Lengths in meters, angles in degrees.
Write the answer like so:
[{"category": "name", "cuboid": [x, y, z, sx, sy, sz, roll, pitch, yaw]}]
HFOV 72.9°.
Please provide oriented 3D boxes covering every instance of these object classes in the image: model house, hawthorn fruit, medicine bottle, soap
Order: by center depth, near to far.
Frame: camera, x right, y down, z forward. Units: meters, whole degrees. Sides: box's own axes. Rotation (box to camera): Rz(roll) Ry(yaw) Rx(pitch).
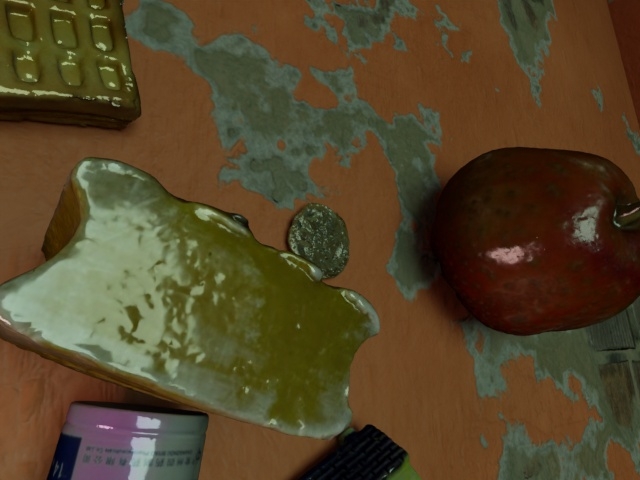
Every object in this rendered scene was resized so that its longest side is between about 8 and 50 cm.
[{"category": "medicine bottle", "cuboid": [-0.215, 0.307, 0.449, 0.152, 0.152, 0.253, 18, 66, -29]}, {"category": "soap", "cuboid": [-0.156, 0.083, 0.453, 0.293, 0.335, 0.156, 35, 60, -26]}, {"category": "model house", "cuboid": [0.053, 0.409, 0.638, 0.194, 0.170, 0.211, -24, 62, -30]}, {"category": "hawthorn fruit", "cuboid": [0.436, -0.012, 0.853, 0.403, 0.403, 0.402, 11, 70, -32]}]

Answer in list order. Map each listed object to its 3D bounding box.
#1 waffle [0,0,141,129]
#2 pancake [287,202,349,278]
[{"category": "waffle", "cuboid": [-0.373, -0.309, 0.561, 0.224, 0.098, 0.327, -9, 83, -35]}, {"category": "pancake", "cuboid": [0.000, 0.000, 0.769, 0.140, 0.022, 0.139, 10, 72, -32]}]
